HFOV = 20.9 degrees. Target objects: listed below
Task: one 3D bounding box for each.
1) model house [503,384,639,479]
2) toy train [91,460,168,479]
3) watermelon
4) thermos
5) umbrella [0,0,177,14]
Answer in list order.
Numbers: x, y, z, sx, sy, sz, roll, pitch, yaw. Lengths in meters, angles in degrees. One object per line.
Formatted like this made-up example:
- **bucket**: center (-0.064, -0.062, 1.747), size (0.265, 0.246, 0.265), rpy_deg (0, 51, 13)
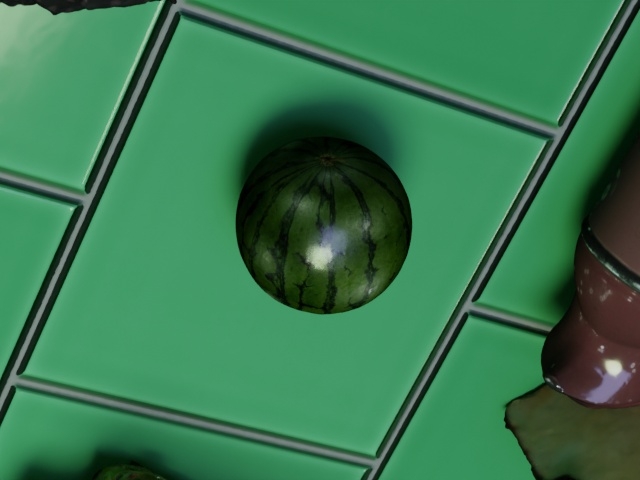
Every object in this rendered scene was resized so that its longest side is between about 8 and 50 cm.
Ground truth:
- **model house**: center (0.239, 0.171, 1.087), size (0.166, 0.183, 0.172), rpy_deg (-29, 122, 3)
- **toy train**: center (-0.072, 0.245, 1.042), size (0.260, 0.177, 0.134), rpy_deg (26, 110, -29)
- **watermelon**: center (0.002, -0.003, 0.961), size (0.109, 0.109, 0.109), rpy_deg (-8, 122, -12)
- **thermos**: center (0.235, -0.043, 1.013), size (0.109, 0.136, 0.330), rpy_deg (29, 111, 0)
- **umbrella**: center (-0.012, -0.170, 0.861), size (0.326, 0.090, 0.094), rpy_deg (-11, 120, -10)
